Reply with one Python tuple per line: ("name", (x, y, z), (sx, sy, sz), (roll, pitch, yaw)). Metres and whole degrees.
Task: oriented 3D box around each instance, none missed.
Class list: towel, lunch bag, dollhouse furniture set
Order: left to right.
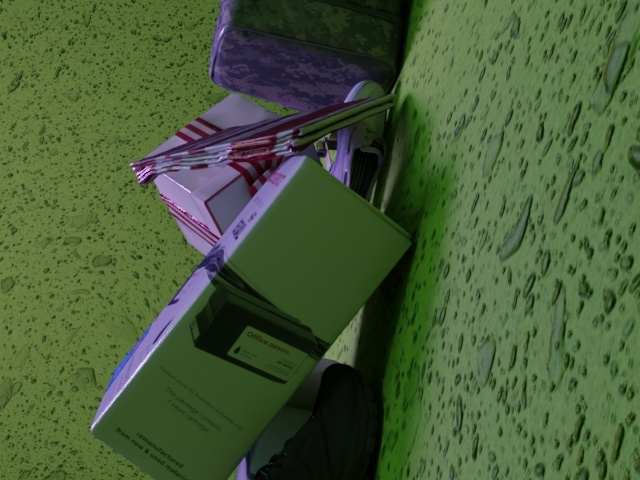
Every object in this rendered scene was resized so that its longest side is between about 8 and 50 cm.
("towel", (-0.081, -0.146, 1.330), (0.237, 0.329, 0.037), (-30, -72, -47))
("lunch bag", (-0.021, -0.366, 1.497), (0.212, 0.305, 0.256), (117, 162, -64))
("dollhouse furniture set", (0.015, -0.196, 1.915), (0.114, 0.091, 0.081), (115, 150, -52))

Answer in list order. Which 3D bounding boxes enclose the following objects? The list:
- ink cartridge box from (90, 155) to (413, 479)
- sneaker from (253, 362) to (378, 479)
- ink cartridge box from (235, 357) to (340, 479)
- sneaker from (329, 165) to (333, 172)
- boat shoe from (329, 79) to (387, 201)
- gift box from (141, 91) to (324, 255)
("ink cartridge box", (-0.089, 0.091, 1.163), (0.395, 0.166, 0.285), (-51, 9, 0))
("sneaker", (-0.010, 0.250, 1.011), (0.109, 0.130, 0.286), (106, 174, -46))
("ink cartridge box", (-0.050, 0.313, 1.295), (0.197, 0.114, 0.273), (-103, 28, -76))
("sneaker", (0.049, -0.119, 1.483), (0.158, 0.065, 0.061), (-84, 9, -45))
("boat shoe", (0.067, -0.131, 1.382), (0.076, 0.083, 0.226), (3, 77, 54))
("gift box", (-0.115, -0.102, 1.631), (0.276, 0.258, 0.255), (-43, -45, -14))
